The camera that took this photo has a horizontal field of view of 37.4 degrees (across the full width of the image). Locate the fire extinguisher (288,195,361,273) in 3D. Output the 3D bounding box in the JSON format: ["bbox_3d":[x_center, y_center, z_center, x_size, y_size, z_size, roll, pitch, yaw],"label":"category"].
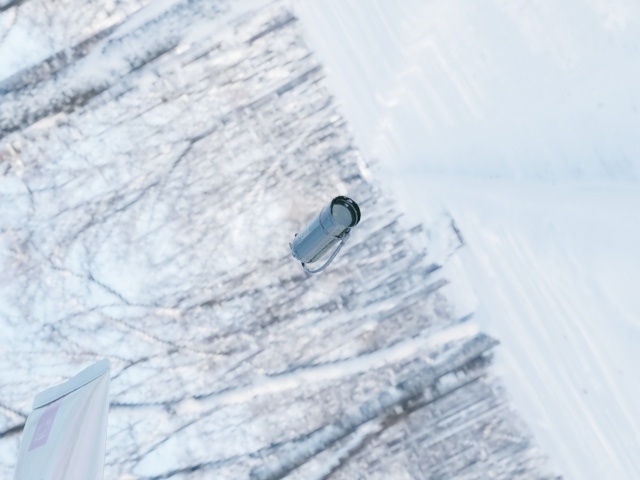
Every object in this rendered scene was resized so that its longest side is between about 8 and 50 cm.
[{"bbox_3d":[0.000,0.000,0.678,0.083,0.025,0.038,-41,59,53],"label":"fire extinguisher"}]

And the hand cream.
[{"bbox_3d":[-0.314,0.324,1.099,0.118,0.186,0.358,23,-128,-36],"label":"hand cream"}]
